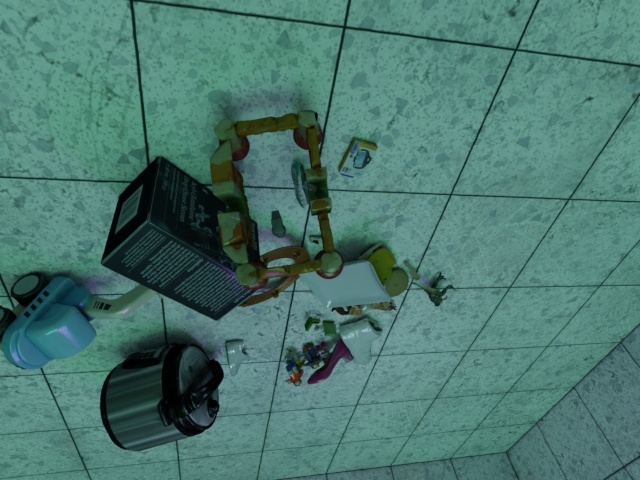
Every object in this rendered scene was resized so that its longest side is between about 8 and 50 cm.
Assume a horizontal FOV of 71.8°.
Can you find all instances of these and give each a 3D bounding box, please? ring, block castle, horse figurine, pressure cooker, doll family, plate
[{"bbox_3d":[-0.179,0.139,1.569,0.336,0.032,0.337,-26,152,-15],"label":"ring"},{"bbox_3d":[-0.113,-0.103,1.193,0.302,0.454,0.213,-9,176,-2],"label":"block castle"},{"bbox_3d":[0.175,0.256,1.838,0.263,0.066,0.175,-20,128,3],"label":"horse figurine"},{"bbox_3d":[-0.598,0.616,1.782,0.419,0.370,0.376,-18,138,8],"label":"pressure cooker"},{"bbox_3d":[-0.064,0.559,2.048,0.262,0.118,0.163,-29,129,-16],"label":"doll family"},{"bbox_3d":[0.097,0.160,1.662,0.277,0.045,0.277,-11,141,21],"label":"plate"}]

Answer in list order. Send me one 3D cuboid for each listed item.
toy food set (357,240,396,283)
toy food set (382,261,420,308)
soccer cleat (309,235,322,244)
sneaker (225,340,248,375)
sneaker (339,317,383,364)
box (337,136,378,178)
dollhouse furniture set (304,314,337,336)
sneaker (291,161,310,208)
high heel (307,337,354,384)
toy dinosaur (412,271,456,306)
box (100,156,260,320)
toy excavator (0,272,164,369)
[{"bbox_3d":[0.206,0.076,1.682,0.128,0.071,0.218,-43,134,-6],"label":"toy food set"},{"bbox_3d":[0.300,0.174,1.789,0.192,0.038,0.132,-43,121,3],"label":"toy food set"},{"bbox_3d":[0.000,0.000,1.574,0.083,0.036,0.029,1,132,-14],"label":"soccer cleat"},{"bbox_3d":[-0.365,0.524,1.959,0.094,0.080,0.212,-11,134,-19],"label":"sneaker"},{"bbox_3d":[0.219,0.460,2.009,0.169,0.108,0.293,-23,132,13],"label":"sneaker"},{"bbox_3d":[0.112,-0.249,1.374,0.081,0.028,0.136,10,127,-22],"label":"box"},{"bbox_3d":[0.011,0.361,1.888,0.151,0.076,0.059,11,130,-22],"label":"dollhouse furniture set"},{"bbox_3d":[-0.045,-0.182,1.388,0.076,0.065,0.167,-24,139,-13],"label":"sneaker"},{"bbox_3d":[0.027,0.544,1.988,0.244,0.082,0.117,-31,99,-2],"label":"high heel"},{"bbox_3d":[0.490,0.205,1.856,0.118,0.064,0.268,-40,135,10],"label":"toy dinosaur"},{"bbox_3d":[-0.387,0.003,1.307,0.211,0.294,0.395,-36,131,20],"label":"box"},{"bbox_3d":[-0.781,0.239,1.460,0.444,0.433,0.223,9,136,17],"label":"toy excavator"}]
